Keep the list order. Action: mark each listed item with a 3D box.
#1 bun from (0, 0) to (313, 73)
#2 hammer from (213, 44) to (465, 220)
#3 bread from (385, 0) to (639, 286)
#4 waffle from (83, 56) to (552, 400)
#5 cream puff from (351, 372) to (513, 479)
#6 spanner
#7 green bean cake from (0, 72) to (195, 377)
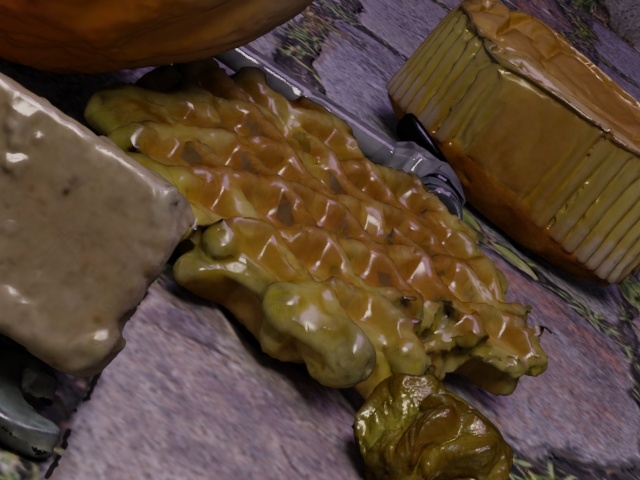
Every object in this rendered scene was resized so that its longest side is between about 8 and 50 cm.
[{"bbox_3d":[-0.133,-0.171,0.847,0.298,0.165,0.299,16,-9,3],"label":"bun"},{"bbox_3d":[-0.077,-0.140,1.101,0.427,0.044,0.152,33,18,-11],"label":"hammer"},{"bbox_3d":[0.173,-0.078,1.259,0.250,0.133,0.179,38,19,5],"label":"bread"},{"bbox_3d":[0.003,-0.002,0.894,0.281,0.058,0.301,38,20,8],"label":"waffle"},{"bbox_3d":[0.050,0.101,0.744,0.058,0.083,0.083,-27,69,-20],"label":"cream puff"},{"bbox_3d":[-0.201,0.002,0.582,0.254,0.015,0.054,33,21,-10],"label":"spanner"},{"bbox_3d":[-0.142,-0.028,0.610,0.179,0.085,0.109,33,-3,-11],"label":"green bean cake"}]
